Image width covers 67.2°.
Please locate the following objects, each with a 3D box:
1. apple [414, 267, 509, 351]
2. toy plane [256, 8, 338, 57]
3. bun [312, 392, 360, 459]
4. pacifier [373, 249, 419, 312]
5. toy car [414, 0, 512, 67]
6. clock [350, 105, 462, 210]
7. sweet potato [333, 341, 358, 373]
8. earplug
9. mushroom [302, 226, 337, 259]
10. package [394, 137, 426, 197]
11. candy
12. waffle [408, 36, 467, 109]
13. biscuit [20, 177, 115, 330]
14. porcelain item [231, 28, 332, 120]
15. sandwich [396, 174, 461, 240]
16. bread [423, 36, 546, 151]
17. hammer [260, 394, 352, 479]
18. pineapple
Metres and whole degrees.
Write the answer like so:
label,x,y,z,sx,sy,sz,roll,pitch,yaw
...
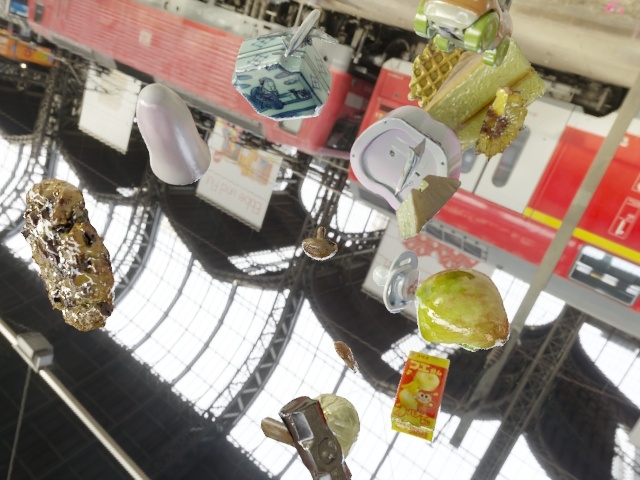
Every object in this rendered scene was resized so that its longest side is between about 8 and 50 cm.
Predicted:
label,x,y,z,sx,sy,sz,roll,pitch,yaw
apple,0.367,0.198,1.291,0.226,0.246,0.246,-9,-161,0
toy plane,-0.047,-0.528,1.229,0.226,0.058,0.226,12,-135,19
bun,0.005,0.548,1.405,0.222,0.222,0.127,33,-179,38
pacifier,0.303,0.163,2.025,0.227,0.279,0.207,-14,-153,-39
toy car,0.311,-0.474,0.932,0.145,0.235,0.235,32,-160,28
clock,0.255,-0.230,1.465,0.338,0.338,0.102,27,-135,24
sweet potato,0.102,0.428,1.728,0.050,0.050,0.214,41,165,50
earplug,-0.395,-0.290,1.258,0.172,0.172,0.301,21,159,5
mushroom,0.001,0.011,1.234,0.088,0.072,0.129,-3,-160,9
package,0.135,-0.108,0.726,0.015,0.110,0.037,33,-121,12
candy,0.333,0.508,1.599,0.146,0.088,0.276,9,-136,18
waffle,0.508,-0.638,1.904,0.312,0.307,0.060,20,-158,-11
biscuit,-0.538,0.039,1.008,0.289,0.334,0.081,12,-157,38
porcelain item,-0.126,-0.531,1.596,0.281,0.157,0.286,0,156,27
sandwich,0.265,-0.098,1.245,0.088,0.090,0.244,44,-126,5
bread,0.499,-0.425,1.573,0.233,0.361,0.245,40,174,-23
hammer,-0.072,0.525,1.301,0.095,0.242,0.409,-28,-178,-27
pineapple,0.572,-0.363,1.483,0.135,0.233,0.079,-15,-134,-30
